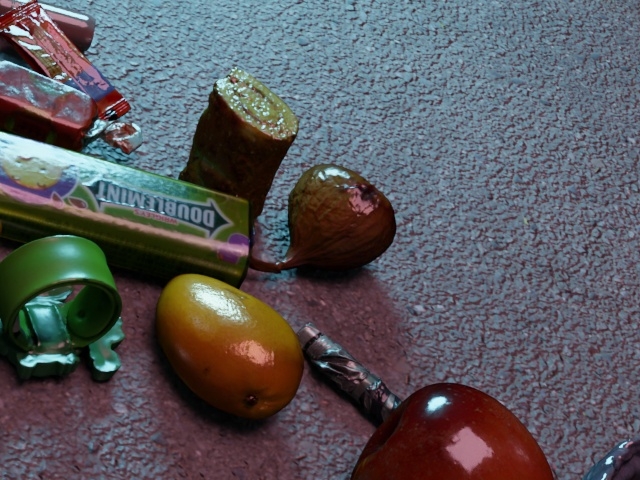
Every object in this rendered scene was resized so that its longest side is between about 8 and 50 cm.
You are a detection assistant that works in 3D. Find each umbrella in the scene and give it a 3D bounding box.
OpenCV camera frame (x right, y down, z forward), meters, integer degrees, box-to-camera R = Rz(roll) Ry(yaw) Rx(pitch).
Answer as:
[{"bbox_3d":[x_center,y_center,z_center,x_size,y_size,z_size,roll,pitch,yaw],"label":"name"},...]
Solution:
[{"bbox_3d":[0.044,0.168,1.892,0.188,0.046,0.050,43,2,16],"label":"umbrella"}]

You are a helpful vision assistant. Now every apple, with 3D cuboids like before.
[{"bbox_3d":[0.142,0.269,1.714,0.201,0.218,0.218,44,39,-8],"label":"apple"}]

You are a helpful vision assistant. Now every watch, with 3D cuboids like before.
[{"bbox_3d":[-0.280,0.063,1.734,0.165,0.152,0.131,0,45,-29],"label":"watch"}]

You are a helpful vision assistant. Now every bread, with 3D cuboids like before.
[{"bbox_3d":[-0.108,-0.112,2.002,0.132,0.172,0.103,41,41,16],"label":"bread"}]

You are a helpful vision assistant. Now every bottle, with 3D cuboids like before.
[{"bbox_3d":[-0.377,-0.297,2.131,0.140,0.053,0.053,13,42,-18],"label":"bottle"}]

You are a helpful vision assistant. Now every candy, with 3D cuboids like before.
[{"bbox_3d":[-0.365,-0.170,1.998,0.292,0.059,0.086,21,49,-9],"label":"candy"}]

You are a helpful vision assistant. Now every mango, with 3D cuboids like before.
[{"bbox_3d":[-0.112,0.115,1.817,0.145,0.112,0.219,-16,46,-40],"label":"mango"}]

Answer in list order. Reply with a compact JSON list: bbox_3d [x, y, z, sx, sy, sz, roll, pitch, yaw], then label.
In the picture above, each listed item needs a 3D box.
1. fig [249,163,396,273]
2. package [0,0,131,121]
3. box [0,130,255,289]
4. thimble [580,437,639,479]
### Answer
[{"bbox_3d":[0.000,0.000,2.010,0.146,0.134,0.201,20,54,35],"label":"fig"},{"bbox_3d":[-0.341,-0.229,2.075,0.200,0.022,0.083,49,53,2],"label":"package"},{"bbox_3d":[-0.250,-0.035,1.894,0.345,0.097,0.134,16,41,-16],"label":"box"},{"bbox_3d":[0.362,0.344,1.802,0.236,0.172,0.205,-10,50,-36],"label":"thimble"}]
